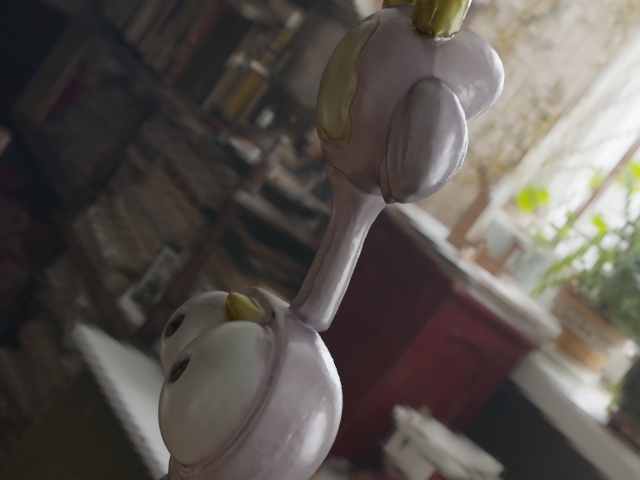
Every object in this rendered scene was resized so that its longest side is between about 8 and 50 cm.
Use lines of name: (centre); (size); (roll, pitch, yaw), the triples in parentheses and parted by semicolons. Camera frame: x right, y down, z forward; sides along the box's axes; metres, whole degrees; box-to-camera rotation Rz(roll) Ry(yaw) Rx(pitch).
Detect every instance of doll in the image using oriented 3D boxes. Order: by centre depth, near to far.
doll: (0.001, 0.001, 0.934); (0.094, 0.365, 0.160); (27, 9, -24)
